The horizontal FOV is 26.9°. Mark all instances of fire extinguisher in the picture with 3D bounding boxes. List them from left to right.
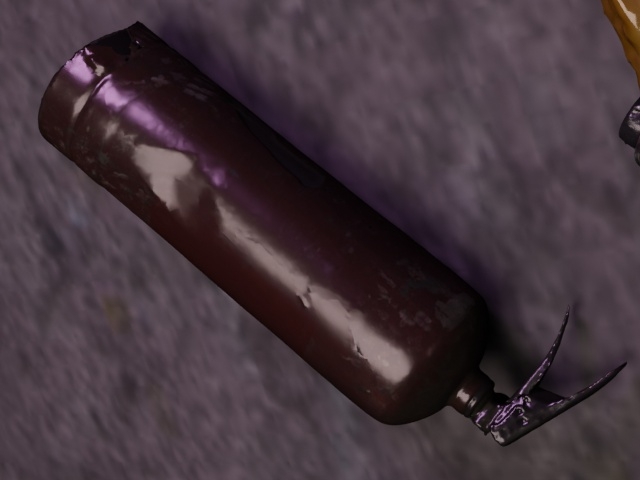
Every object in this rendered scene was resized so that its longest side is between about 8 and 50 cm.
[{"bbox_3d":[0.000,0.000,0.583,0.267,0.072,0.089,39,92,15],"label":"fire extinguisher"}]

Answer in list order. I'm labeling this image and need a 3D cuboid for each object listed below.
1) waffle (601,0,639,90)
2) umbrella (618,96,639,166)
[{"bbox_3d":[0.248,-0.066,0.340,0.348,0.077,0.304,-19,101,33],"label":"waffle"},{"bbox_3d":[0.167,-0.011,0.477,0.133,0.031,0.036,35,126,18],"label":"umbrella"}]
